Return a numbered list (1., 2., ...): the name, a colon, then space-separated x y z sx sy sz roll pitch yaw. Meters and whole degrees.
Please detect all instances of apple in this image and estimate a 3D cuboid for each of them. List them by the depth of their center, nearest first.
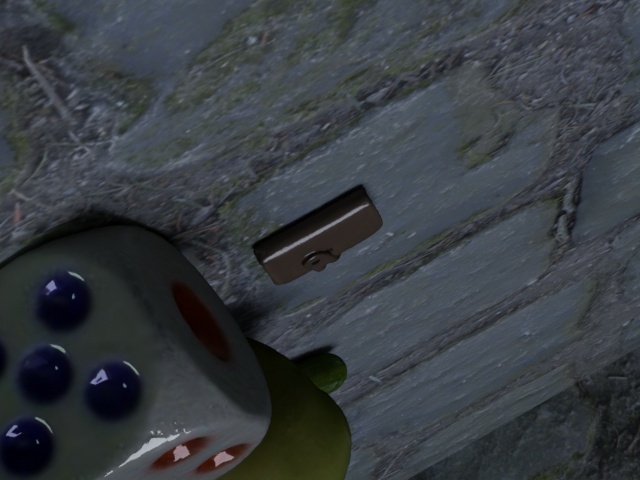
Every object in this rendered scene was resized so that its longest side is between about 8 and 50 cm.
1. apple: -0.126 0.248 1.975 0.258 0.233 0.295 -52 -152 -14

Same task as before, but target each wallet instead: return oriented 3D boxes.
1. wallet: 0.000 0.000 1.842 0.153 0.039 0.118 -31 160 1

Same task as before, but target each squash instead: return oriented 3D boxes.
1. squash: -0.058 0.221 2.304 0.229 0.066 0.066 -18 159 -27

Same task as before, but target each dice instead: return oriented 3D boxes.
1. dice: -0.220 0.148 1.584 0.251 0.243 0.259 -33 164 10
